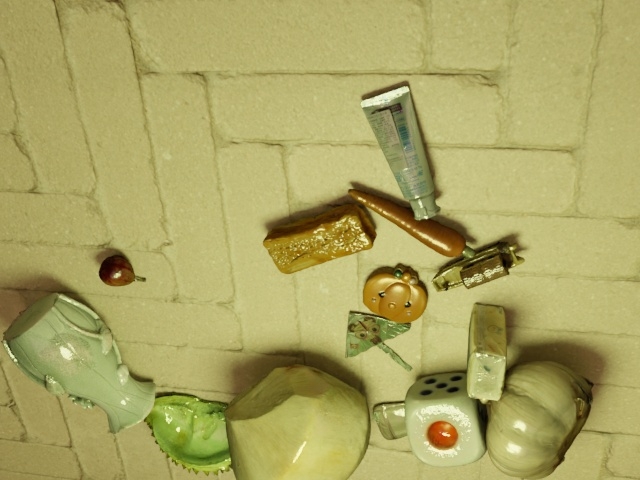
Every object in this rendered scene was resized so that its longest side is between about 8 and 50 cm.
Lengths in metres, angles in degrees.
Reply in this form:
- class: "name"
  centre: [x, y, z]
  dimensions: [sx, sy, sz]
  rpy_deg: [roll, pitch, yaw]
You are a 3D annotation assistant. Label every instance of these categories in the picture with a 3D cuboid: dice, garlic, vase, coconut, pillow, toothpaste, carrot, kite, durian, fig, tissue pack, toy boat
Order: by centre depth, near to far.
- class: "toothpaste"
  centre: [0.191, -0.191, 1.678]
  dimensions: [0.114, 0.073, 0.299]
  rpy_deg: [-15, 111, 23]
- class: "carrot"
  centre: [0.214, -0.040, 1.770]
  dimensions: [0.336, 0.069, 0.069]
  rpy_deg: [27, 125, 0]
- class: "toy boat"
  centre: [0.370, 0.071, 1.785]
  dimensions: [0.226, 0.088, 0.068]
  rpy_deg: [-24, 115, 25]
- class: "tissue pack"
  centre: [0.407, 0.272, 1.840]
  dimensions: [0.092, 0.196, 0.148]
  rpy_deg: [5, 124, 10]
- class: "garlic"
  centre: [0.536, 0.446, 1.873]
  dimensions: [0.322, 0.241, 0.321]
  rpy_deg: [-12, 120, -20]
- class: "dice"
  centre: [0.332, 0.467, 1.966]
  dimensions: [0.194, 0.192, 0.193]
  rpy_deg: [-12, 99, 18]
- class: "kite"
  centre: [0.157, 0.276, 2.016]
  dimensions: [0.229, 0.012, 0.250]
  rpy_deg: [-33, 110, 33]
- class: "coconut"
  centre: [-0.076, 0.506, 2.025]
  dimensions: [0.416, 0.344, 0.415]
  rpy_deg: [-10, 129, -12]
- class: "fig"
  centre: [-0.535, 0.094, 2.035]
  dimensions: [0.089, 0.088, 0.125]
  rpy_deg: [-28, 135, 28]
- class: "pillow"
  centre: [0.265, 0.499, 2.118]
  dimensions: [0.233, 0.038, 0.130]
  rpy_deg: [-18, 109, 21]
- class: "vase"
  centre: [-0.669, 0.358, 2.148]
  dimensions: [0.250, 0.250, 0.445]
  rpy_deg: [-26, 117, 27]
- class: "durian"
  centre: [-0.367, 0.584, 2.263]
  dimensions: [0.394, 0.163, 0.198]
  rpy_deg: [18, 122, 10]

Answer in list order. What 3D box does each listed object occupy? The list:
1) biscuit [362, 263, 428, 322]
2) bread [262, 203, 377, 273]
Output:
- class: "biscuit"
  centre: [0.192, 0.138, 1.895]
  dimensions: [0.170, 0.050, 0.170]
  rpy_deg: [6, 124, 9]
- class: "bread"
  centre: [0.000, 0.001, 1.836]
  dimensions: [0.271, 0.077, 0.139]
  rpy_deg: [-19, 120, 26]
